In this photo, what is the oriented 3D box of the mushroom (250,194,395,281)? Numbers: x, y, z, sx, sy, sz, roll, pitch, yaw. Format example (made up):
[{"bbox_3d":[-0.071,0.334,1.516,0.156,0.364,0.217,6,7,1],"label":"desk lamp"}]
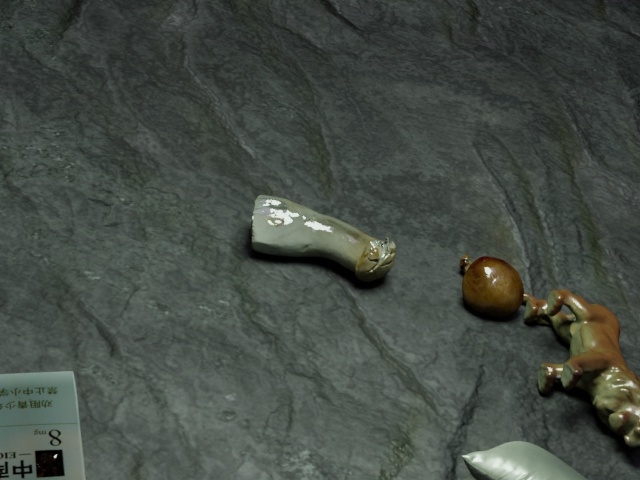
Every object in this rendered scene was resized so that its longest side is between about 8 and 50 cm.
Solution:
[{"bbox_3d":[0.002,-0.001,1.673,0.223,0.081,0.092,18,19,4],"label":"mushroom"}]

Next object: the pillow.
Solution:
[{"bbox_3d":[0.283,0.320,1.324,0.254,0.078,0.144,40,22,31],"label":"pillow"}]

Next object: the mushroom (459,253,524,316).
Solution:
[{"bbox_3d":[0.240,0.056,1.676,0.088,0.073,0.129,-39,48,-5],"label":"mushroom"}]

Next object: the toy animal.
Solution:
[{"bbox_3d":[0.380,0.165,1.573,0.158,0.097,0.312,19,33,-13],"label":"toy animal"}]

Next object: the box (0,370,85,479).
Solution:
[{"bbox_3d":[-0.339,0.252,1.248,0.155,0.067,0.243,-1,39,-15],"label":"box"}]
